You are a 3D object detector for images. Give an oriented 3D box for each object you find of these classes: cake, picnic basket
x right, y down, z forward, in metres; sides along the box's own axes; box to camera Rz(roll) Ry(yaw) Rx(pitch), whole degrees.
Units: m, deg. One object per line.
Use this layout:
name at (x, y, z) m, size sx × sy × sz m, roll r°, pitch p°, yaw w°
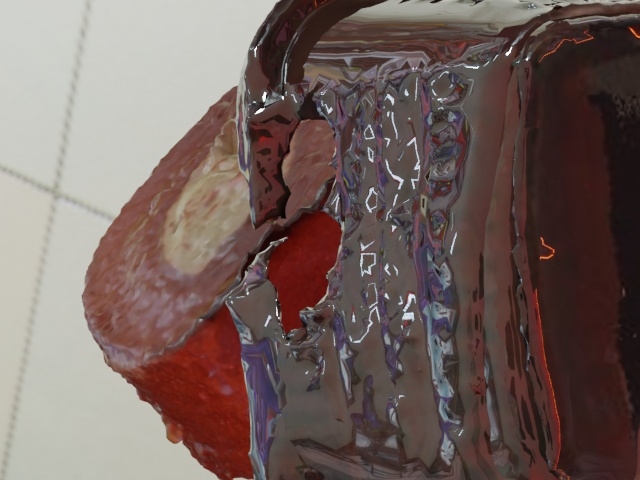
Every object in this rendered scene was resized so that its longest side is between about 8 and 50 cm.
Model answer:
cake at (0.000, 0.000, 1.005) m, size 0.151 × 0.283 × 0.177 m, roll 47°, pitch 168°, yaw -27°
picnic basket at (0.130, 0.004, 0.565) m, size 0.129 × 0.297 × 0.222 m, roll -10°, pitch 83°, yaw 61°
